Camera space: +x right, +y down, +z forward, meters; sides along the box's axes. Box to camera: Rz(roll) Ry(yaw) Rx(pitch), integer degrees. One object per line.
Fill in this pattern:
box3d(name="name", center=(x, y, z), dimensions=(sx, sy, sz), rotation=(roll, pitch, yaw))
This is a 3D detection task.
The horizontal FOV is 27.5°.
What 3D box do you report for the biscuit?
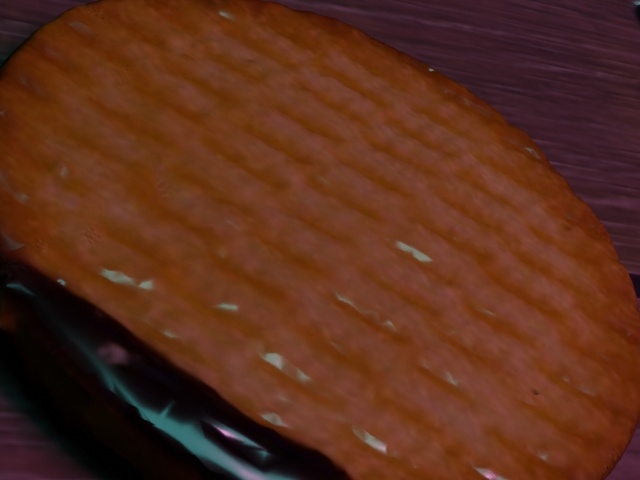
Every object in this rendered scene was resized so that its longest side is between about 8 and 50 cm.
box3d(name="biscuit", center=(0.000, 0.000, 0.575), dimensions=(0.318, 0.040, 0.318), rotation=(17, 42, -16))
